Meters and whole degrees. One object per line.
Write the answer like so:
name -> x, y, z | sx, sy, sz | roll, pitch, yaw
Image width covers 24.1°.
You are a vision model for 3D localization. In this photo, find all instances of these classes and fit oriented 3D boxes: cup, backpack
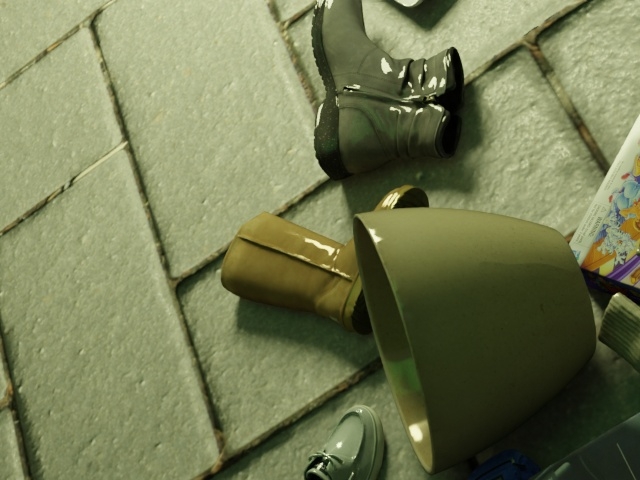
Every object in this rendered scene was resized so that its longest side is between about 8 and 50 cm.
cup -> 0.197, 0.095, 1.836 | 0.237, 0.331, 0.331 | -16, 51, -5
backpack -> 0.233, 0.311, 1.797 | 0.098, 0.101, 0.120 | -29, 47, 10

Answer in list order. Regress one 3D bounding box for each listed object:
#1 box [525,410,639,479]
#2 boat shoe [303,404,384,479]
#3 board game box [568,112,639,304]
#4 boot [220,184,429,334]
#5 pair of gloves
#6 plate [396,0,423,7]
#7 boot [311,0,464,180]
box -> 0.309, 0.409, 1.609 | 0.395, 0.212, 0.293 | -35, 50, 15
boat shoe -> 0.017, 0.316, 1.957 | 0.079, 0.081, 0.227 | 6, 68, 37
board game box -> 0.485, -0.074, 1.856 | 0.233, 0.078, 0.347 | 22, 78, 41
boot -> 0.000, 0.000, 2.152 | 0.269, 0.089, 0.236 | 19, 76, 42
pair of gloves -> 0.428, 0.088, 1.729 | 0.204, 0.042, 0.240 | 43, 132, 28
plate -> 0.160, -0.514, 2.368 | 0.278, 0.045, 0.277 | -49, 48, 1
boot -> 0.109, -0.255, 2.222 | 0.223, 0.118, 0.338 | -13, 69, 26
